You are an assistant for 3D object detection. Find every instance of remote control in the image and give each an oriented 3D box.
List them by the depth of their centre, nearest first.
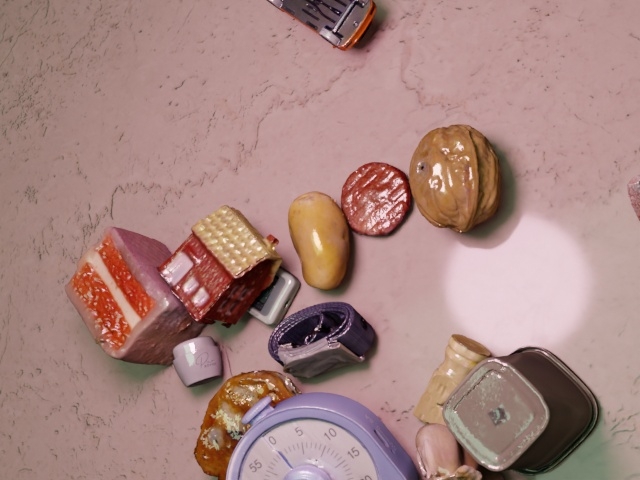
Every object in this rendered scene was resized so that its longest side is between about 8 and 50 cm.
[{"bbox_3d":[-0.190,0.085,1.999,0.296,0.056,0.140,30,91,29],"label":"remote control"}]

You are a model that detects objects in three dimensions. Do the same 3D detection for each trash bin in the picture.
[{"bbox_3d":[0.370,0.322,1.532,0.220,0.250,0.219,45,105,28],"label":"trash bin"}]

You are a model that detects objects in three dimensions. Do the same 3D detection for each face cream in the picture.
[{"bbox_3d":[-0.298,0.294,1.969,0.117,0.117,0.104,-26,75,20],"label":"face cream"}]

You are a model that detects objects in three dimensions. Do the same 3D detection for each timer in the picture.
[{"bbox_3d":[-0.024,0.493,1.679,0.395,0.173,0.395,2,96,15],"label":"timer"}]

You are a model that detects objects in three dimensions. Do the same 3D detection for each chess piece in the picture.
[{"bbox_3d":[0.271,0.301,1.696,0.090,0.090,0.200,33,105,30],"label":"chess piece"}]

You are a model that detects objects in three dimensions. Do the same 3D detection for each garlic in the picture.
[{"bbox_3d":[0.249,0.485,1.578,0.210,0.292,0.237,-43,87,3],"label":"garlic"}]

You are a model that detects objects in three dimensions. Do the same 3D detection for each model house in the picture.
[{"bbox_3d":[-0.219,0.050,1.902,0.254,0.160,0.196,-46,61,7],"label":"model house"}]

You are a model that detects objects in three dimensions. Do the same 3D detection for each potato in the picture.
[{"bbox_3d":[0.000,0.000,1.865,0.146,0.150,0.234,-21,76,18],"label":"potato"}]

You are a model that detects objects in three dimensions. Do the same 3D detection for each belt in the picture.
[{"bbox_3d":[0.005,0.230,1.823,0.230,0.126,0.139,-22,45,23],"label":"belt"}]

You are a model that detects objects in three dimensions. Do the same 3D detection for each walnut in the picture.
[{"bbox_3d":[0.285,-0.133,1.724,0.198,0.198,0.245,-15,71,24],"label":"walnut"}]

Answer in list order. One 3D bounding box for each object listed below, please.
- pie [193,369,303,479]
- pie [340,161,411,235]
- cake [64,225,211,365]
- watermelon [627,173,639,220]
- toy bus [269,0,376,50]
[{"bbox_3d":[-0.139,0.428,1.835,0.308,0.085,0.308,1,92,16],"label":"pie"},{"bbox_3d":[0.127,-0.097,1.879,0.182,0.049,0.182,-8,72,27],"label":"pie"},{"bbox_3d":[-0.452,0.143,2.029,0.237,0.230,0.309,-47,60,8],"label":"cake"},{"bbox_3d":[0.645,-0.102,1.570,0.071,0.139,0.187,6,79,63],"label":"watermelon"},{"bbox_3d":[0.007,-0.579,2.003,0.329,0.153,0.143,40,99,31],"label":"toy bus"}]
